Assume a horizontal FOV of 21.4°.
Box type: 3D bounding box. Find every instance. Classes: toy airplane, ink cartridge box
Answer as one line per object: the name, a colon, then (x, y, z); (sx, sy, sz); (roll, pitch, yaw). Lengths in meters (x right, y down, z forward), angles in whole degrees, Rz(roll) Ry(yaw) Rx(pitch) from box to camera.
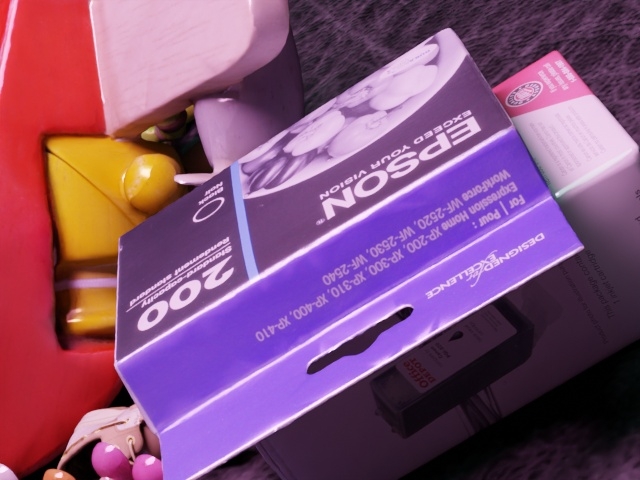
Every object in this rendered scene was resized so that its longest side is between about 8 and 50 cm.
toy airplane: (-0.134, -0.079, 1.075); (0.384, 0.272, 0.386); (-60, 26, 26)
ink cartridge box: (0.000, 0.000, 0.773); (0.206, 0.045, 0.208); (-32, 24, 7)
ink cartridge box: (0.059, 0.019, 0.830); (0.218, 0.092, 0.158); (-30, 23, 7)

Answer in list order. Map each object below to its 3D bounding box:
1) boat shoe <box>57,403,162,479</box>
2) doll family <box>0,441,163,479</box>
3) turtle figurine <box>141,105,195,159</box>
boat shoe: (-0.096, 0.114, 0.917); (0.135, 0.050, 0.045); (-24, 25, 49)
doll family: (-0.189, 0.178, 0.860); (0.263, 0.118, 0.163); (11, 40, 37)
turtle figurine: (-0.135, -0.093, 1.353); (0.269, 0.087, 0.217); (-23, 15, 48)
